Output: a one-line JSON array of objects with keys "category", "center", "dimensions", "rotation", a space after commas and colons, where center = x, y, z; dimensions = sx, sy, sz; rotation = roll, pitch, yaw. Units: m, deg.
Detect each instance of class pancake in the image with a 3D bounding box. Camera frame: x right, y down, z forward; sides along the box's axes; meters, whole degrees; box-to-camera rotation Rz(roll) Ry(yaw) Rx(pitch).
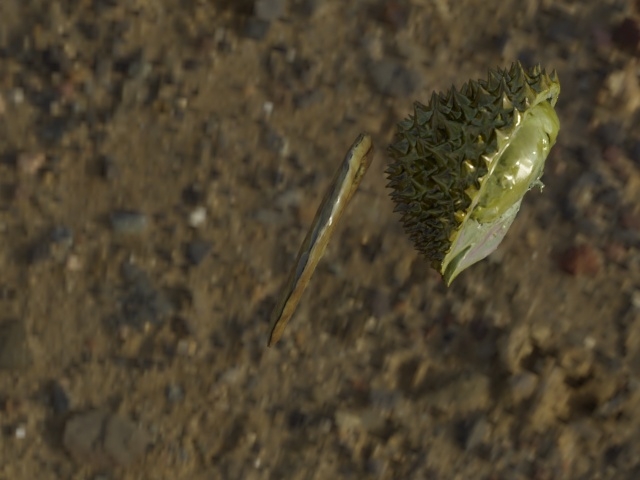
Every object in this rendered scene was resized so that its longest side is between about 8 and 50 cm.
[{"category": "pancake", "center": [-0.001, -0.001, 0.889], "dimensions": [0.011, 0.115, 0.115], "rotation": [27, 57, 2]}]

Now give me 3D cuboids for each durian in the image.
[{"category": "durian", "center": [0.106, -0.059, 1.260], "dimensions": [0.102, 0.146, 0.208], "rotation": [32, 16, 14]}]
